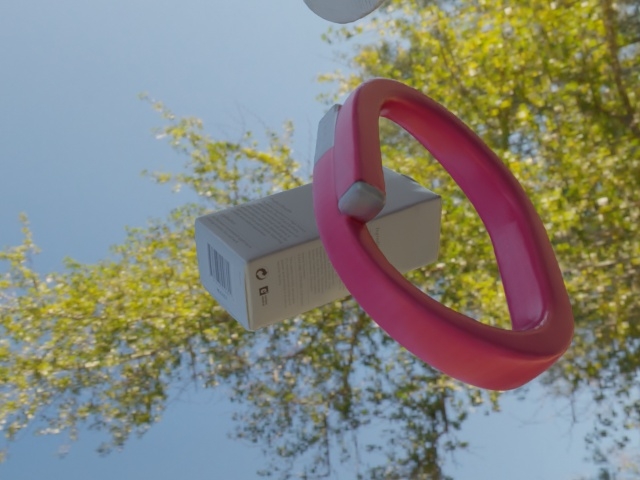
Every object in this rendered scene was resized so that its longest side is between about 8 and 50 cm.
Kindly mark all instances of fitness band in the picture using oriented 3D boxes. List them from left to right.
[{"bbox_3d":[0.093,-0.018,0.619,0.209,0.054,0.290,30,-147,-19],"label":"fitness band"}]

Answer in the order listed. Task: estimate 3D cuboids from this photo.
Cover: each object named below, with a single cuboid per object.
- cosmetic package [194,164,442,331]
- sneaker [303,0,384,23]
[{"bbox_3d":[0.000,0.000,0.843,0.231,0.117,0.085,-17,-58,-27],"label":"cosmetic package"},{"bbox_3d":[0.049,-0.239,0.511,0.094,0.080,0.212,-49,-17,-59],"label":"sneaker"}]
